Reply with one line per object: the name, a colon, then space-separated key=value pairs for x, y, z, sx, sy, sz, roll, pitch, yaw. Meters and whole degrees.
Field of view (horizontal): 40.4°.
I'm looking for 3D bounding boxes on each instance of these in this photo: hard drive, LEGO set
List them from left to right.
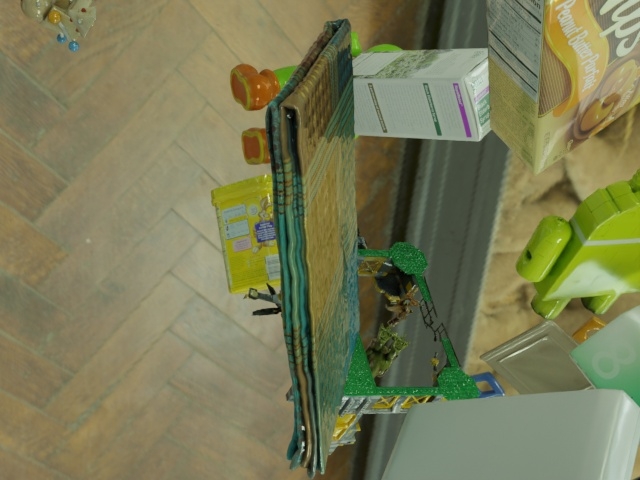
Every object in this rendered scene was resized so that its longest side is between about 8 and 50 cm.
LEGO set: x=0.055 y=0.164 z=1.237 sx=0.255 sy=0.331 sz=0.192 roll=-4 pitch=143 yaw=-31
hard drive: x=0.100 y=0.280 z=0.659 sx=0.047 sy=0.233 sz=0.353 roll=42 pitch=56 yaw=-24

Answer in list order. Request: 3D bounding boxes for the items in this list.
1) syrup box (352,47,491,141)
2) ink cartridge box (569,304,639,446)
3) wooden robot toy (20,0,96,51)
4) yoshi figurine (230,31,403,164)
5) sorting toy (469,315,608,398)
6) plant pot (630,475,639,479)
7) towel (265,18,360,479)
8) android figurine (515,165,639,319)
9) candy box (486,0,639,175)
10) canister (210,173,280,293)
syrup box: x=0.133 y=-0.200 z=1.187 sx=0.093 sy=0.237 sz=0.096 roll=-42 pitch=126 yaw=-34
ink cartridge box: x=0.452 y=0.147 z=1.064 sx=0.224 sy=0.181 sz=0.056 roll=-40 pitch=151 yaw=11
wooden robot toy: x=-0.317 y=-0.280 z=1.031 sx=0.079 sy=0.173 sz=0.076 roll=26 pitch=95 yaw=-31
yoshi figurine: x=0.034 y=-0.239 z=1.437 sx=0.362 sy=0.203 sz=0.203 roll=-14 pitch=154 yaw=-18
sorting toy: x=0.425 y=0.231 z=1.616 sx=0.196 sy=0.347 sz=0.047 roll=40 pitch=45 yaw=-11
plant pot: x=0.238 y=0.183 z=0.377 sx=0.188 sy=0.167 sz=0.187 roll=-38 pitch=137 yaw=25
towel: x=0.000 y=0.000 z=0.846 sx=0.040 sy=0.271 sz=0.370 roll=2 pitch=118 yaw=10
android figurine: x=0.377 y=0.003 z=1.109 sx=0.248 sy=0.056 sz=0.273 roll=-4 pitch=141 yaw=-19
candy box: x=0.252 y=-0.206 z=0.816 sx=0.183 sy=0.087 sz=0.316 roll=-36 pitch=155 yaw=-4
canister: x=-0.103 y=-0.007 z=1.383 sx=0.073 sy=0.126 sz=0.170 roll=2 pitch=76 yaw=-60
